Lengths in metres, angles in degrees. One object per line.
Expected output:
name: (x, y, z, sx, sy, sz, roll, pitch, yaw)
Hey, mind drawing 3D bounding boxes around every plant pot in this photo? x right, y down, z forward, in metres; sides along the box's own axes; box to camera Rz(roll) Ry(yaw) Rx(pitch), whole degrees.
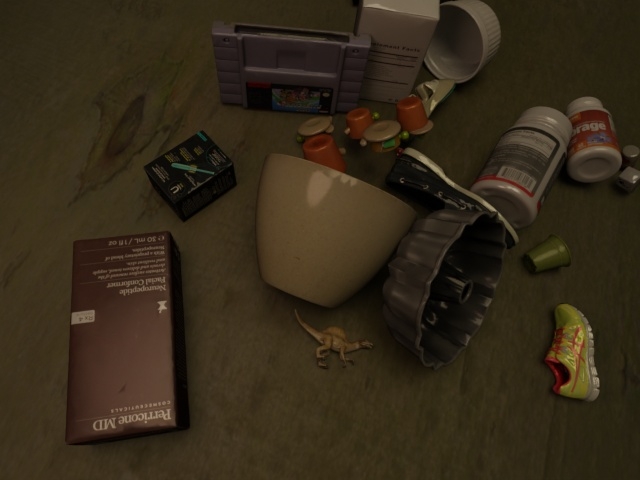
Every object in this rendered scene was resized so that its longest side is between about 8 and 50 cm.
plant pot: (0.523, 0.039, 1.112, 0.079, 0.083, 0.083, -24, 71, -2)

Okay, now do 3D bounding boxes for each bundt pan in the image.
bundt pan: (0.238, 0.083, 0.956, 0.124, 0.330, 0.331, 22, 63, 39)

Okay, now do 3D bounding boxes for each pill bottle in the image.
pill bottle: (0.685, -0.263, 1.219, 0.121, 0.121, 0.216, 12, 56, 0)
pill bottle: (0.487, -0.178, 1.150, 0.161, 0.161, 0.283, 33, 68, 8)

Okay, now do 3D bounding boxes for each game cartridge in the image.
game cartridge: (-0.072, -0.407, 1.156, 0.355, 0.230, 0.068, 3, 59, -4)

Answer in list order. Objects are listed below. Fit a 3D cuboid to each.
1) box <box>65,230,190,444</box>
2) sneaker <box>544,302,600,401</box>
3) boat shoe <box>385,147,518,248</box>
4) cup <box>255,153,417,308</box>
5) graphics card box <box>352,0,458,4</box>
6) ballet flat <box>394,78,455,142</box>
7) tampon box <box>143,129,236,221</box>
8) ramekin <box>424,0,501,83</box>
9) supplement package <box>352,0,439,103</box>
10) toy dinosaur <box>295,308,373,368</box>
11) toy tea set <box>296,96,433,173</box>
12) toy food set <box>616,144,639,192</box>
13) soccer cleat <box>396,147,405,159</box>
box: (-0.371, 0.183, 0.931, 0.191, 0.143, 0.381, -7, 70, -9)
sneaker: (0.527, 0.236, 1.023, 0.094, 0.081, 0.208, 0, 68, -3)
boat shoe: (0.293, -0.074, 1.110, 0.340, 0.127, 0.113, 43, 83, 11)
cup: (0.000, 0.000, 0.971, 0.331, 0.331, 0.236, 21, 87, 4)
graphics card box: (0.277, -0.815, 1.438, 0.371, 0.094, 0.232, 1, 67, -4)
ballet flat: (0.269, -0.363, 1.243, 0.086, 0.086, 0.248, 33, 68, 9)
tampon box: (-0.294, -0.147, 1.095, 0.161, 0.101, 0.120, -38, 75, -18)
ramekin: (0.379, -0.537, 1.275, 0.109, 0.207, 0.207, -34, 74, -27)
supplement package: (0.170, -0.511, 1.190, 0.175, 0.293, 0.177, 8, 66, -2)
toy dinosaur: (0.016, 0.218, 1.007, 0.183, 0.053, 0.092, 21, 51, -4)
toy tea set: (0.103, -0.229, 1.144, 0.336, 0.124, 0.200, -9, 39, 14)
toy food set: (0.832, -0.151, 1.224, 0.111, 0.104, 0.232, -44, 56, -8)
soccer cleat: (0.230, -0.210, 1.213, 0.083, 0.029, 0.035, 40, 60, 8)
